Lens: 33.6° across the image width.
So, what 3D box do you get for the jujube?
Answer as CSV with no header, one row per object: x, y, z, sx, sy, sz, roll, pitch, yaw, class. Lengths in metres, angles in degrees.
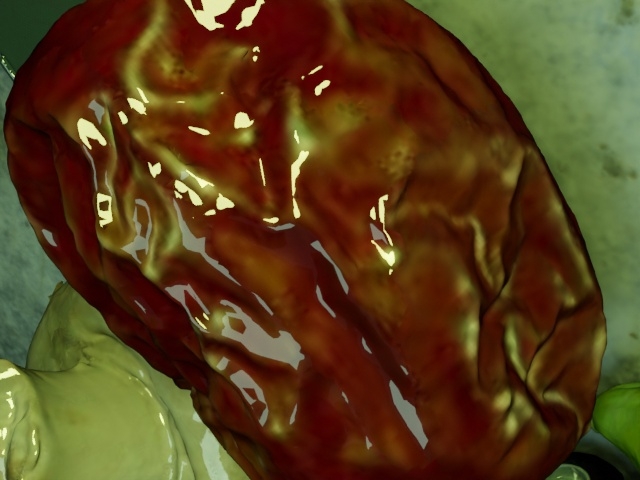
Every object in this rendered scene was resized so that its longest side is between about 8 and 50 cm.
0.000,-0.002,0.631,0.276,0.276,0.377,-21,110,41,jujube

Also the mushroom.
-0.139,0.149,0.800,0.297,0.290,0.298,14,111,41,mushroom

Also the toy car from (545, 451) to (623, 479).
0.124,0.258,0.849,0.301,0.118,0.193,3,126,32,toy car

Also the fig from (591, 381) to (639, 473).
0.278,0.158,0.597,0.314,0.233,0.233,-1,121,27,fig

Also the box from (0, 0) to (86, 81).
-0.168,-0.150,0.778,0.160,0.050,0.230,-19,111,40,box
